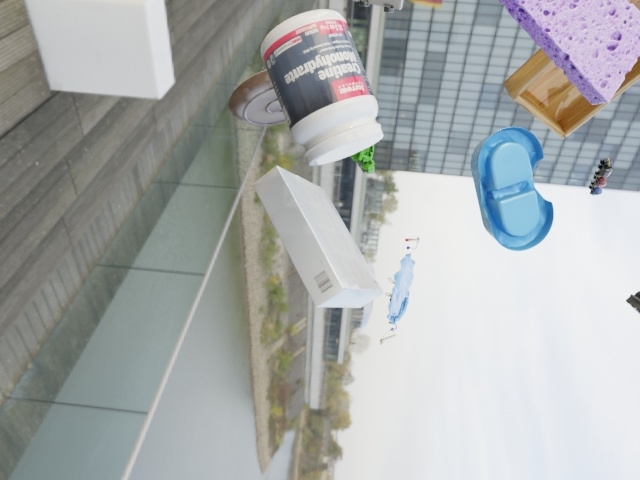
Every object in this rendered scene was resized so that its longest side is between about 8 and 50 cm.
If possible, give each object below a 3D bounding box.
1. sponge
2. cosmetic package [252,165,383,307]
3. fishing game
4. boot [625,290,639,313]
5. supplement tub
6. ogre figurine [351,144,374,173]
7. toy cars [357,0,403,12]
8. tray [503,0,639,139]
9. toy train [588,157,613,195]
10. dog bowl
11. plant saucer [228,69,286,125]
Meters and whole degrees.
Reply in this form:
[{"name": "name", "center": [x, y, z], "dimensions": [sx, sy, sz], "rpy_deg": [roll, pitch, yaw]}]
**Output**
[{"name": "sponge", "center": [0.312, -0.281, 0.637], "dimensions": [0.117, 0.210, 0.031], "rpy_deg": [-53, -162, -4]}, {"name": "cosmetic package", "center": [0.000, 0.000, 1.408], "dimensions": [0.284, 0.097, 0.377], "rpy_deg": [13, 45, -61]}, {"name": "fishing game", "center": [0.192, 0.116, 1.281], "dimensions": [0.189, 0.041, 0.264], "rpy_deg": [-2, 105, -66]}, {"name": "boot", "center": [1.007, 0.092, 1.197], "dimensions": [0.445, 0.146, 0.367], "rpy_deg": [-51, -150, 11]}, {"name": "supplement tub", "center": [0.006, -0.312, 1.083], "dimensions": [0.191, 0.191, 0.272], "rpy_deg": [-12, 81, -87]}, {"name": "ogre figurine", "center": [0.102, -0.291, 1.488], "dimensions": [0.197, 0.097, 0.118], "rpy_deg": [53, -7, -19]}, {"name": "toy cars", "center": [0.273, -0.841, 1.631], "dimensions": [0.087, 0.394, 0.176], "rpy_deg": [-34, 100, -46]}, {"name": "tray", "center": [0.632, -0.426, 1.132], "dimensions": [0.411, 0.203, 0.076], "rpy_deg": [-44, -147, 34]}, {"name": "toy train", "center": [0.675, -0.148, 1.250], "dimensions": [0.158, 0.027, 0.036], "rpy_deg": [53, 25, -64]}, {"name": "dog bowl", "center": [0.455, -0.124, 1.254], "dimensions": [0.074, 0.166, 0.297], "rpy_deg": [-136, -151, -75]}, {"name": "plant saucer", "center": [-0.138, -0.448, 1.663], "dimensions": [0.310, 0.311, 0.050], "rpy_deg": [82, -11, -77]}]
